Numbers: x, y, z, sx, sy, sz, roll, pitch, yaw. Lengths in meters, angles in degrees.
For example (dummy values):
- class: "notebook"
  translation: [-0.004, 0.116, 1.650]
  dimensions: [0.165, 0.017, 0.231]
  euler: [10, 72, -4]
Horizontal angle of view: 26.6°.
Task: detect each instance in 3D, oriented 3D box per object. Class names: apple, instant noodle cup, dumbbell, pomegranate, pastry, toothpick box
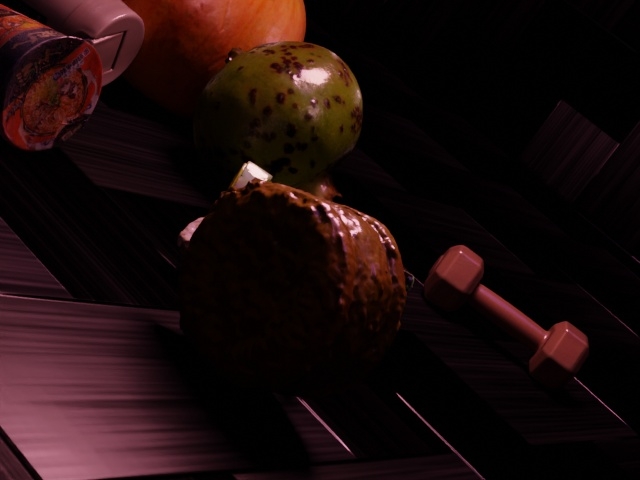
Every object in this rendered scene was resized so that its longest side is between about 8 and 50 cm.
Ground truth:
- class: "apple"
  translation: [-0.161, -0.289, 1.772]
  dimensions: [0.286, 0.233, 0.286]
  euler: [36, 9, -6]
- class: "instant noodle cup"
  translation: [-0.303, -0.172, 1.328]
  dimensions: [0.136, 0.127, 0.127]
  euler: [35, 12, 31]
- class: "dumbbell"
  translation: [0.243, 0.100, 1.776]
  dimensions: [0.231, 0.092, 0.082]
  euler: [37, 42, 0]
- class: "pomegranate"
  translation: [-0.038, -0.120, 1.628]
  dimensions: [0.263, 0.211, 0.211]
  euler: [62, 16, 1]
- class: "pastry"
  translation: [-0.027, 0.043, 1.146]
  dimensions: [0.103, 0.188, 0.189]
  euler: [21, 20, -52]
- class: "toothpick box"
  translation: [-0.310, -0.275, 1.631]
  dimensions: [0.181, 0.111, 0.111]
  euler: [40, 15, 17]

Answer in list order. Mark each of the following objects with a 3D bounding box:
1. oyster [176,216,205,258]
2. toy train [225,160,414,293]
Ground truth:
- class: "oyster"
  translation: [-0.061, 0.061, 1.257]
  dimensions: [0.061, 0.106, 0.200]
  euler: [-15, 32, -40]
- class: "toy train"
  translation: [0.000, 0.000, 1.538]
  dimensions: [0.250, 0.053, 0.085]
  euler: [32, -24, -13]
